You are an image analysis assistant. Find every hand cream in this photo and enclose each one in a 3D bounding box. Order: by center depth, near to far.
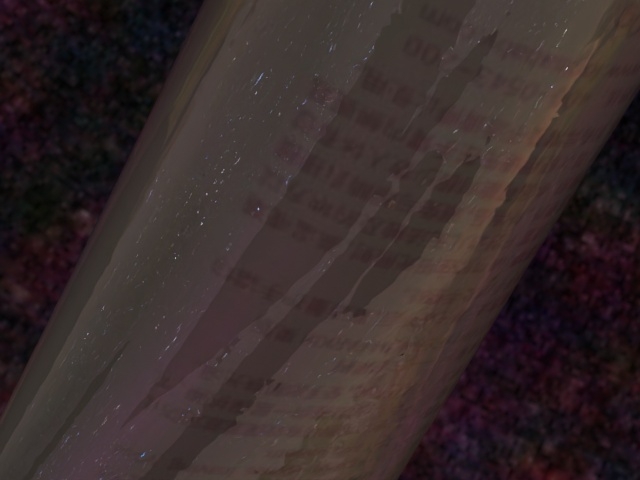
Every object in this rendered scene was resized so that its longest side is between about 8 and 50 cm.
[{"bbox_3d":[0.000,0.000,0.450,0.118,0.185,0.359,55,129,39],"label":"hand cream"}]
